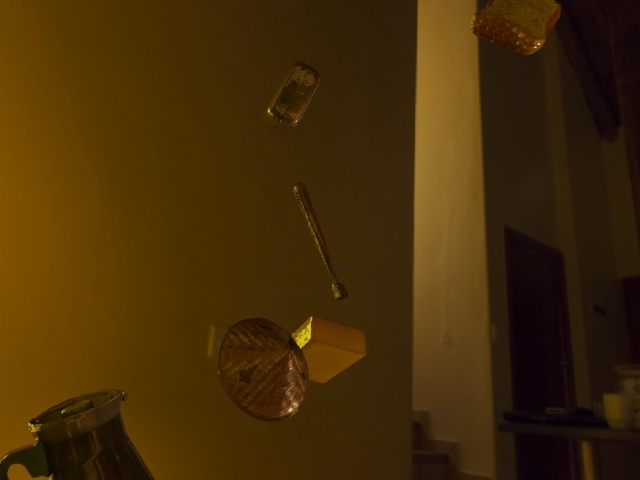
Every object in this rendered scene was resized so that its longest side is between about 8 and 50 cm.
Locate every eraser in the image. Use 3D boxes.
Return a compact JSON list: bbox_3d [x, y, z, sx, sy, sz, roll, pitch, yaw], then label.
[{"bbox_3d":[-0.002,0.174,0.818,0.097,0.045,0.122,20,-44,-24],"label":"eraser"}]

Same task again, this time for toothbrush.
[{"bbox_3d":[0.000,0.000,1.220,0.030,0.297,0.030,-20,-4,-22],"label":"toothbrush"}]

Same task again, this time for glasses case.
[{"bbox_3d":[-0.076,-0.309,1.181,0.074,0.131,0.323,29,2,-12],"label":"glasses case"}]

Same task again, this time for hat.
[{"bbox_3d":[-0.055,0.156,0.689,0.146,0.145,0.067,17,-41,-35],"label":"hat"}]

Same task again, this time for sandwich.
[{"bbox_3d":[0.608,-0.692,1.614,0.226,0.251,0.087,31,-31,7],"label":"sandwich"}]

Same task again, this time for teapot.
[{"bbox_3d":[-0.352,0.356,0.780,0.203,0.225,0.171,-16,0,-30],"label":"teapot"}]
